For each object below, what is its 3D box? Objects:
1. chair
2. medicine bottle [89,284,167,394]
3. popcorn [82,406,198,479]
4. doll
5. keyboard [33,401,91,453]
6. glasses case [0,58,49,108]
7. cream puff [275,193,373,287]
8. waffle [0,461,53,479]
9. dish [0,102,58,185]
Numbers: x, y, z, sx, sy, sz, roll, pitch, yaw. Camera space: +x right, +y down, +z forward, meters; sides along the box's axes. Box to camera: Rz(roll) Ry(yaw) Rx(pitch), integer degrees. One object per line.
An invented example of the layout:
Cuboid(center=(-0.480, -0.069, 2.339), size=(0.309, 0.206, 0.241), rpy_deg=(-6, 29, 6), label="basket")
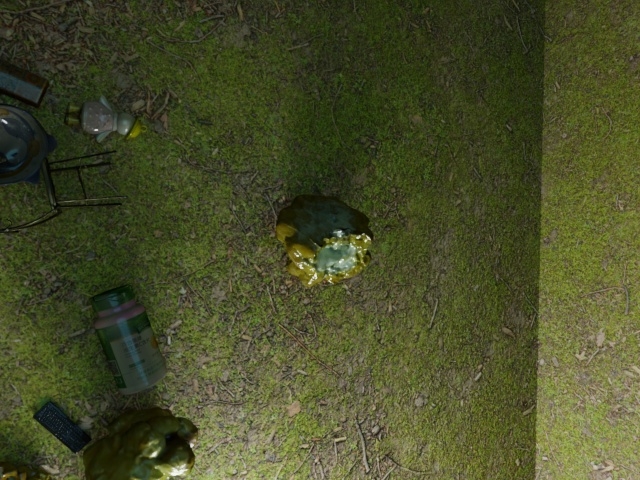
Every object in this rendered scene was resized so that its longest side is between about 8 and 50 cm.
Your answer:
Cuboid(center=(-0.678, -0.126, 1.151), size=(0.326, 0.160, 0.170), rpy_deg=(-14, 91, -30), label="chair")
Cuboid(center=(-0.520, 0.261, 1.224), size=(0.133, 0.133, 0.274), rpy_deg=(-22, 97, -28), label="medicine bottle")
Cuboid(center=(-0.446, 0.547, 1.172), size=(0.276, 0.276, 0.225), rpy_deg=(-56, 131, -19), label="popcorn")
Cuboid(center=(-0.586, -0.330, 1.253), size=(0.207, 0.081, 0.129), rpy_deg=(6, 91, -30), label="doll")
Cuboid(center=(-0.676, 0.492, 1.194), size=(0.053, 0.010, 0.155), rpy_deg=(-46, 107, -24), label="keyboard")
Cuboid(center=(-0.820, -0.422, 1.149), size=(0.218, 0.049, 0.075), rpy_deg=(22, 76, -25), label="glasses case")
Cuboid(center=(-0.008, -0.004, 1.483), size=(0.323, 0.269, 0.274), rpy_deg=(-4, 55, -29), label="cream puff")
Cuboid(center=(-0.774, 0.681, 1.107), size=(0.291, 0.051, 0.291), rpy_deg=(1, 89, -27), label="waffle")
Cuboid(center=(-0.800, -0.232, 1.113), size=(0.236, 0.086, 0.227), rpy_deg=(18, 98, -58), label="dish")
